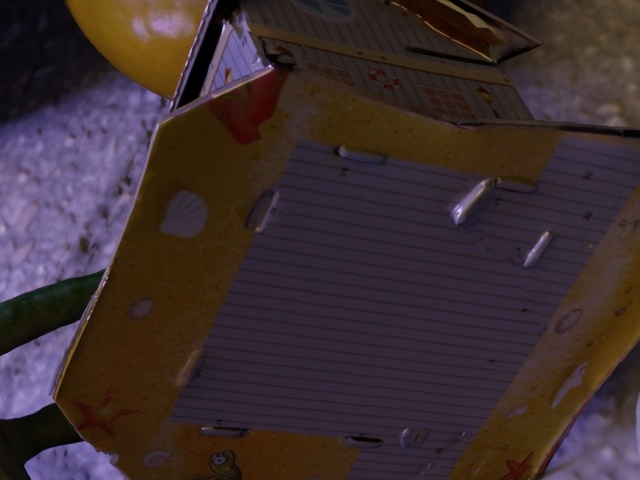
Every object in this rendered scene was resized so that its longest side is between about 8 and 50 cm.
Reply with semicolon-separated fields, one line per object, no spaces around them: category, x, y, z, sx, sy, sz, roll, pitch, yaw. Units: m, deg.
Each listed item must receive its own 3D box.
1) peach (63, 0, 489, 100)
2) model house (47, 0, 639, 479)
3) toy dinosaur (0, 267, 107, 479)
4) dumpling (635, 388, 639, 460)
peach;-0.019;-0.172;0.578;0.251;0.153;0.251;-19;58;34
model house;0.000;0.000;0.482;0.136;0.207;0.219;-111;36;-46
toy dinosaur;-0.194;0.113;0.480;0.301;0.087;0.447;-12;72;-24
dumpling;0.163;0.054;0.422;0.111;0.181;0.155;50;133;3
